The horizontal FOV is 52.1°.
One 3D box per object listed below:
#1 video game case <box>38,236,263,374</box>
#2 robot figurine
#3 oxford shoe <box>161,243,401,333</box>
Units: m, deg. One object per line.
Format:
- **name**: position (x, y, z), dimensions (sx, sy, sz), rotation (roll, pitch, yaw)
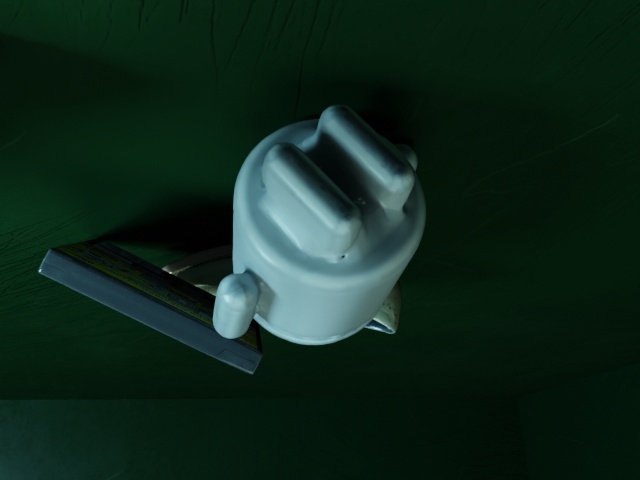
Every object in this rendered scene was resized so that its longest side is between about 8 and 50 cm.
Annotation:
- **video game case**: position (-0.207, 0.078, 0.874), dimensions (0.274, 0.035, 0.248), rotation (28, 179, -8)
- **robot figurine**: position (0.000, 0.000, 0.755), dimensions (0.299, 0.200, 0.353), rotation (-34, 164, -21)
- **oxford shoe**: position (-0.063, 0.088, 1.043), dimensions (0.396, 0.147, 0.140), rotation (-2, 161, 1)
